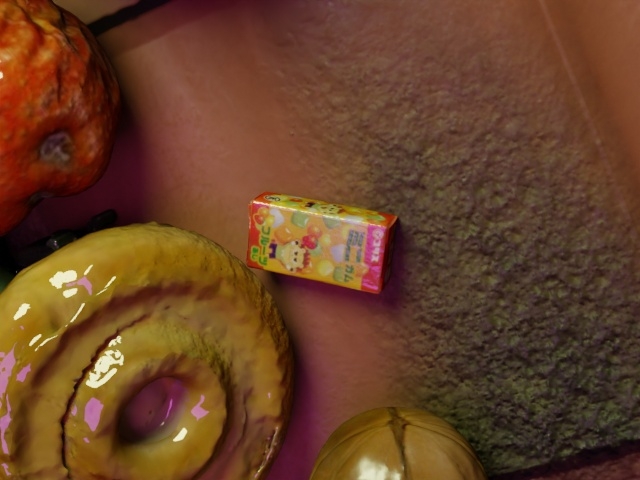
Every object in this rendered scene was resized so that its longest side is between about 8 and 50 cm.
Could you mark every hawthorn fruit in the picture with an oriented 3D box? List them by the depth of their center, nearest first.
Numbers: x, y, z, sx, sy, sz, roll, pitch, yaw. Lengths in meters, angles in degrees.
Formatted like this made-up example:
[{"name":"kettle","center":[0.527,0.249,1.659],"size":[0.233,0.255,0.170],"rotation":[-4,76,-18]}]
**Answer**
[{"name":"hawthorn fruit","center":[-0.266,-0.129,0.978],"size":[0.207,0.207,0.243],"rotation":[9,145,14]}]

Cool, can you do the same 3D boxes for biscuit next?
[{"name":"biscuit","center":[-0.151,0.134,1.029],"size":[0.102,0.296,0.296],"rotation":[28,125,55]}]

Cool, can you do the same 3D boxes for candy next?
[{"name":"candy","center":[0.000,0.000,1.057],"size":[0.122,0.038,0.062],"rotation":[11,111,13]}]

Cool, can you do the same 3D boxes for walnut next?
[{"name":"walnut","center":[0.064,0.241,1.058],"size":[0.167,0.167,0.207],"rotation":[8,113,14]}]

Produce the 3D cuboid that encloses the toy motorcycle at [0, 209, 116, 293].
[{"name":"toy motorcycle","center":[-0.295,0.036,1.073],"size":[0.275,0.205,0.127],"rotation":[20,112,15]}]
